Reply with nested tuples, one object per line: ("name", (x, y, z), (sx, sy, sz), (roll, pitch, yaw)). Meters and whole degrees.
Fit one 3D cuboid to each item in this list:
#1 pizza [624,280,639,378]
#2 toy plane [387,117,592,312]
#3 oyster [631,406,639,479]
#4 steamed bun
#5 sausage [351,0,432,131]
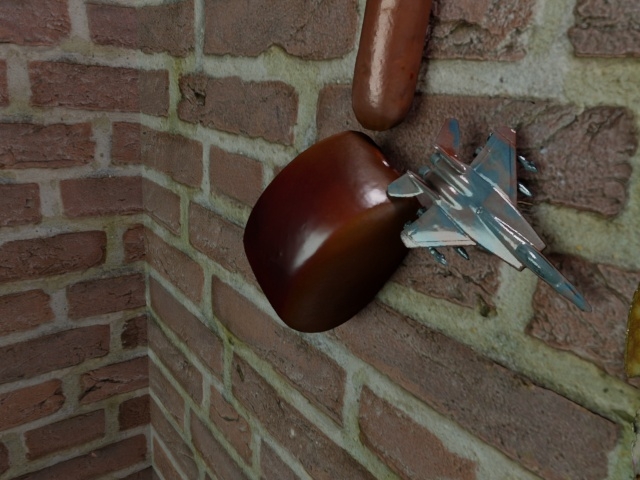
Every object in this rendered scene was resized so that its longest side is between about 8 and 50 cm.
("pizza", (0.400, 0.096, 0.589), (0.134, 0.046, 0.175), (-88, 5, -63))
("toy plane", (0.248, -0.022, 0.744), (0.326, 0.104, 0.223), (46, 106, 16))
("oyster", (0.404, 0.213, 0.567), (0.071, 0.209, 0.133), (30, 150, 2))
("steamed bun", (0.000, 0.000, 0.971), (0.235, 0.248, 0.379), (58, 139, 29))
("sausage", (0.114, -0.311, 0.868), (0.113, 0.113, 0.259), (32, 121, 46))
